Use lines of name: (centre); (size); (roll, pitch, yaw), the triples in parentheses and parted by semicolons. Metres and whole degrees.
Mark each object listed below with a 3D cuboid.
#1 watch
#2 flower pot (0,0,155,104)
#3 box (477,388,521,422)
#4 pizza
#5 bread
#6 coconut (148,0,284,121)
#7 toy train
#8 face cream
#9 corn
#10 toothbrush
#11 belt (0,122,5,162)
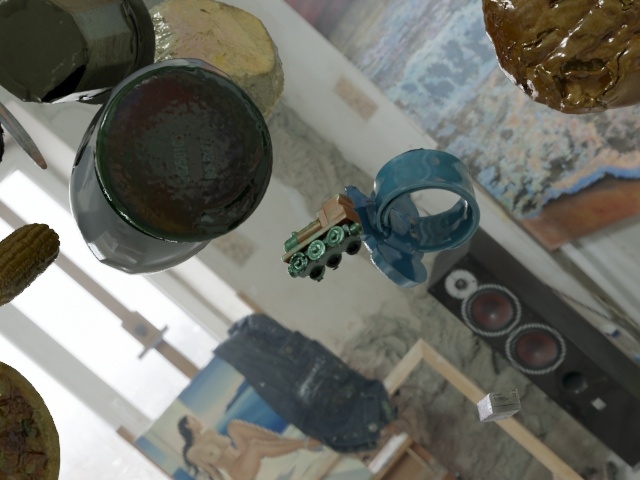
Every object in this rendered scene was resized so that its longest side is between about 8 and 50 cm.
watch: (0.155, -0.055, 1.192); (0.193, 0.211, 0.211); (-44, 6, 36)
flower pot: (-0.363, -0.276, 1.032); (0.212, 0.212, 0.202); (-47, 14, 21)
box: (0.298, 0.278, 1.215); (0.051, 0.036, 0.117); (-9, -21, 0)
pizza: (-0.543, 0.332, 1.230); (0.197, 0.292, 0.058); (-10, -18, -49)
bread: (0.459, -0.385, 1.152); (0.398, 0.398, 0.215); (-47, -11, 14)
coconut: (-0.243, -0.276, 1.391); (0.297, 0.297, 0.309); (-52, 0, -41)
toy train: (0.000, 0.000, 0.797); (0.103, 0.064, 0.044); (-36, -35, 25)
face cream: (-0.216, -0.101, 0.998); (0.312, 0.219, 0.357); (-67, 21, -9)
corn: (-0.386, 0.028, 0.916); (0.068, 0.068, 0.207); (-47, 11, 15)
toothbrush: (-0.650, -0.286, 1.410); (0.028, 0.375, 0.037); (-38, -2, -28)
belt: (-0.597, -0.141, 1.133); (0.078, 0.151, 0.198); (3, 21, 28)
